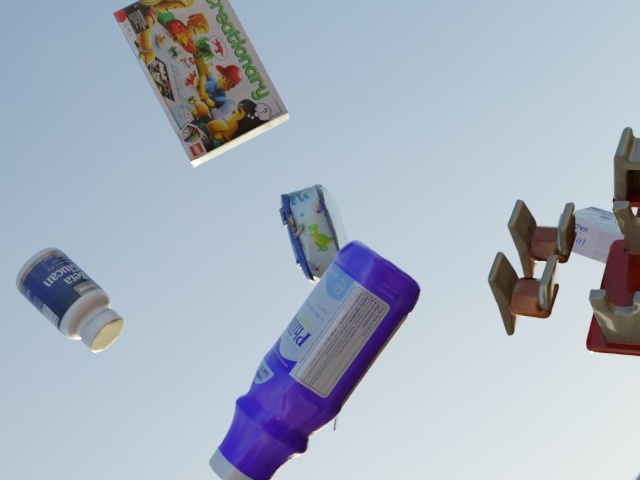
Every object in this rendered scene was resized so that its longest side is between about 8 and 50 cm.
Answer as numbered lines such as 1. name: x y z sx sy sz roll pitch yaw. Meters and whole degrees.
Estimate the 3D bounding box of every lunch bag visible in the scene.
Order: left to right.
1. lunch bag: 0.000 0.000 1.905 0.090 0.176 0.219 -19 -9 7

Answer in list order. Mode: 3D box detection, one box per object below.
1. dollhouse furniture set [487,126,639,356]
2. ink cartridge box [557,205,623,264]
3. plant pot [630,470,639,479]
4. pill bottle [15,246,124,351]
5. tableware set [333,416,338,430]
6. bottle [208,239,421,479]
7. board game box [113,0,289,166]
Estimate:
1. dollhouse furniture set: 0.338 0.015 1.093 0.259 0.262 0.135 -63 -35 -36
2. ink cartridge box: 0.398 0.013 1.287 0.097 0.207 0.046 -12 -62 -52
3. plant pot: 0.442 0.441 1.456 0.166 0.165 0.234 -16 -50 -59
4. pill bottle: -0.389 0.095 1.663 0.094 0.169 0.094 -44 -20 -20
5. tableware set: 0.023 0.152 1.326 0.104 0.024 0.154 92 -169 -54
6. bottle: -0.010 0.135 1.105 0.283 0.092 0.118 -54 14 2
7. board game box: -0.210 -0.308 1.874 0.193 0.305 0.053 -28 -6 -5
